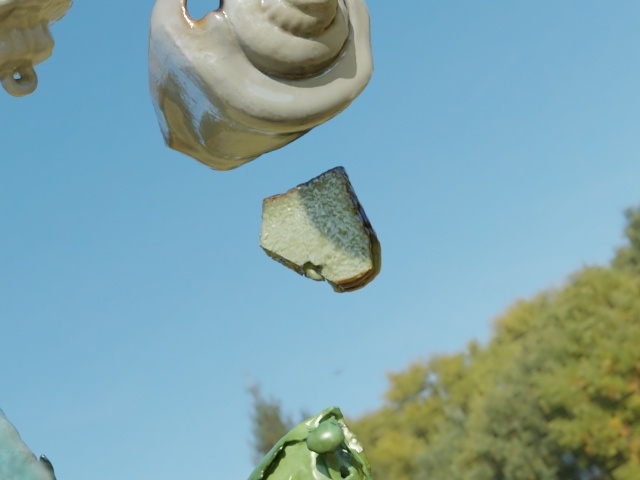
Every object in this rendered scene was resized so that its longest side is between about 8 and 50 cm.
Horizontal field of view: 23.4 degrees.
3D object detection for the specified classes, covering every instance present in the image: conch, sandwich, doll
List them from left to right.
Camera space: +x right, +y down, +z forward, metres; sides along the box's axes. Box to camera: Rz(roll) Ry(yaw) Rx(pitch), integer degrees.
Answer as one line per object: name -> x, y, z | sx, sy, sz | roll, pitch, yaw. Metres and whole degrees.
doll -> -0.261, -0.241, 1.113 | 0.119, 0.293, 0.138 | -21, -2, 35
conch -> -0.038, -0.094, 0.814 | 0.104, 0.094, 0.176 | -20, -1, -27
sandwich -> 0.000, 0.000, 1.285 | 0.093, 0.105, 0.036 | -29, -18, 4

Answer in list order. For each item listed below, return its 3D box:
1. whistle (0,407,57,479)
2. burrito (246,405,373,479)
whistle -> -0.178, 0.067, 0.602 | 0.093, 0.274, 0.186 | -29, 0, -26
burrito -> -0.046, 0.216, 0.752 | 0.288, 0.104, 0.054 | -59, -28, 8
